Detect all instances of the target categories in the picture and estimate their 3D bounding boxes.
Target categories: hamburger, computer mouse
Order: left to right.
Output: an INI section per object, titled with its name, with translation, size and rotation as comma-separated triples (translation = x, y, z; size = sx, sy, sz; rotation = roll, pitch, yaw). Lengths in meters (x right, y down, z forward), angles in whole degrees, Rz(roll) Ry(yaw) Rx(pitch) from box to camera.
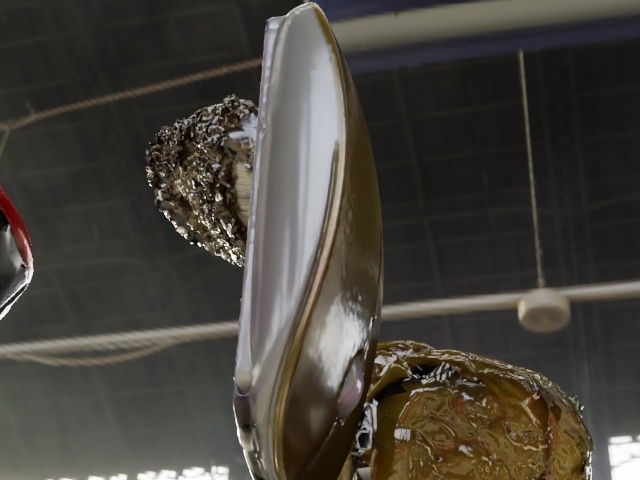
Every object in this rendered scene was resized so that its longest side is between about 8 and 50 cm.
[computer mouse]
translation = 0.000, 0.000, 0.656
size = 0.071, 0.310, 0.158
rotation = -3, -37, 8
[hamburger]
translation = 0.085, 0.162, 0.742
size = 0.206, 0.183, 0.130
rotation = 17, -15, -10

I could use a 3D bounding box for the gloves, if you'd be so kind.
[gloves]
translation = -0.055, -0.044, 1.072
size = 0.312, 0.135, 0.210
rotation = 22, -20, 50

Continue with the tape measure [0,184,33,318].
[tape measure]
translation = -0.386, -0.014, 1.028
size = 0.253, 0.114, 0.260
rotation = 43, -33, -2
